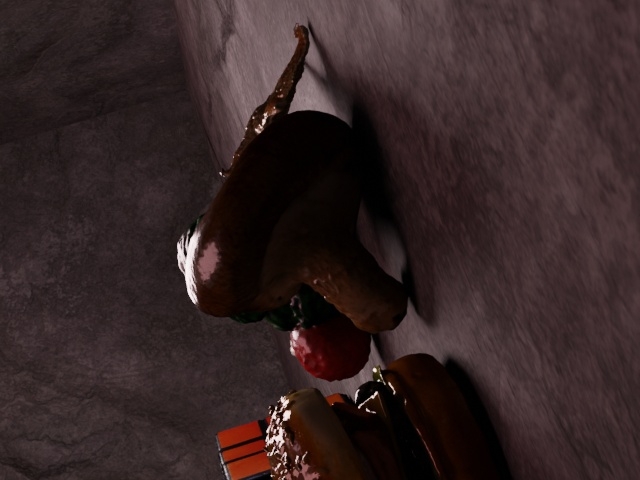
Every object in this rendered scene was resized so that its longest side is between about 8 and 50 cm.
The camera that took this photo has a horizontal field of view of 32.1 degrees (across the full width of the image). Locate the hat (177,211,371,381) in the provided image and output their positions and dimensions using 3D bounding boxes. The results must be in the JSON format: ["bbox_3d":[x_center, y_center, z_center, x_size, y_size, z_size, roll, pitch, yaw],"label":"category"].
[{"bbox_3d":[-0.033,0.055,1.622,0.332,0.242,0.274,49,-173,-8],"label":"hat"}]

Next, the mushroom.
[{"bbox_3d":[-0.022,-0.029,1.288,0.267,0.255,0.267,2,-90,-86],"label":"mushroom"}]

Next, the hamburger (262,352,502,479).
[{"bbox_3d":[0.068,0.271,1.205,0.291,0.225,0.291,158,90,-81],"label":"hamburger"}]

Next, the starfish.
[{"bbox_3d":[-0.064,-0.160,1.435,0.231,0.048,0.295,-65,4,-26],"label":"starfish"}]

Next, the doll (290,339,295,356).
[{"bbox_3d":[-0.029,0.124,2.029,0.192,0.095,0.149,-122,23,-68],"label":"doll"}]

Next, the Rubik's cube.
[{"bbox_3d":[-0.021,0.484,2.076,0.293,0.283,0.288,-123,16,-74],"label":"Rubik's cube"}]
